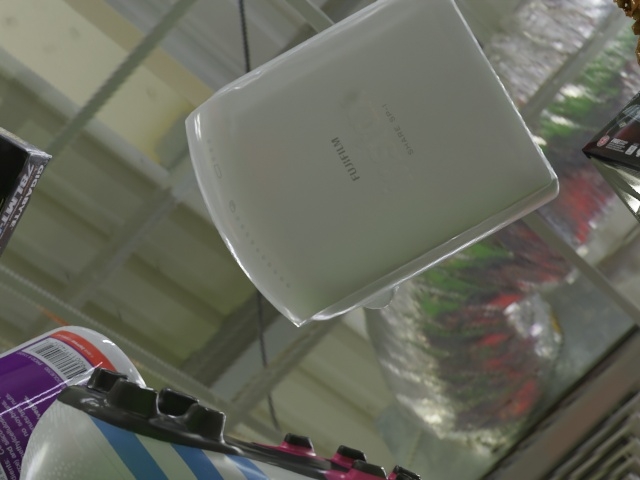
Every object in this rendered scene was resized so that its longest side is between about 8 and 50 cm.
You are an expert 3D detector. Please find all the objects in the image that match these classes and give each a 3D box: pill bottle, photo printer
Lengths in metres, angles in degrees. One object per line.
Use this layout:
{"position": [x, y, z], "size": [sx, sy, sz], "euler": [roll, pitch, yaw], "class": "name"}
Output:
{"position": [-0.316, 0.213, 1.093], "size": [0.323, 0.181, 0.182], "euler": [-26, -47, -44], "class": "pill bottle"}
{"position": [0.037, -0.080, 1.162], "size": [0.307, 0.107, 0.256], "euler": [-28, -95, 0], "class": "photo printer"}

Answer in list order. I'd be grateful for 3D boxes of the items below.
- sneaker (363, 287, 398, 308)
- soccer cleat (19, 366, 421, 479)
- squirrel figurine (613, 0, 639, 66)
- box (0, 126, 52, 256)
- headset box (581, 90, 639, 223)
{"position": [0.000, 0.000, 1.403], "size": [0.212, 0.094, 0.080], "euler": [28, -47, -2], "class": "sneaker"}
{"position": [-0.029, 0.189, 0.731], "size": [0.331, 0.116, 0.143], "euler": [22, -95, -19], "class": "soccer cleat"}
{"position": [0.191, -0.230, 0.566], "size": [0.370, 0.397, 0.281], "euler": [7, -48, -30], "class": "squirrel figurine"}
{"position": [-0.480, -0.033, 1.256], "size": [0.295, 0.073, 0.293], "euler": [29, -87, 5], "class": "box"}
{"position": [0.372, -0.115, 0.877], "size": [0.293, 0.218, 0.110], "euler": [-44, -68, -3], "class": "headset box"}
